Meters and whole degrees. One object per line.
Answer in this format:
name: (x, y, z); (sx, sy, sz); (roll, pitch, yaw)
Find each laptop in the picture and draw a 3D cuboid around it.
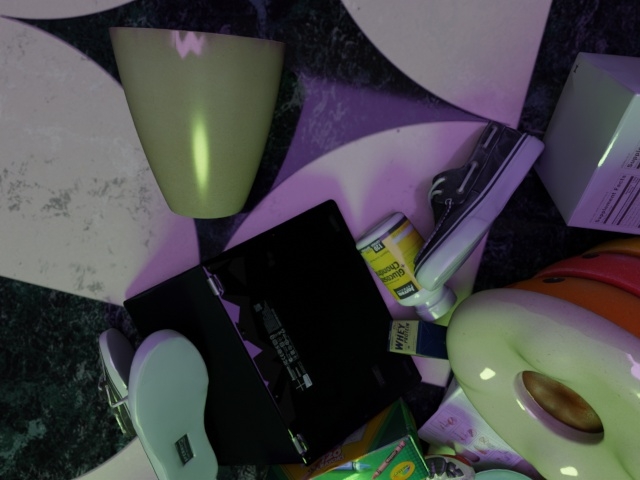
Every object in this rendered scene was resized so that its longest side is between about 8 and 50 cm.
laptop: (-0.098, 0.190, 0.809); (0.408, 0.236, 0.381); (-28, 95, -20)

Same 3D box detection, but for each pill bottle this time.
pill bottle: (0.154, 0.048, 0.744); (0.103, 0.103, 0.184); (-38, 91, 7)

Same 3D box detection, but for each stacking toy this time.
stacking toy: (0.462, 0.111, 0.642); (0.480, 0.351, 0.350); (-35, 92, -25)

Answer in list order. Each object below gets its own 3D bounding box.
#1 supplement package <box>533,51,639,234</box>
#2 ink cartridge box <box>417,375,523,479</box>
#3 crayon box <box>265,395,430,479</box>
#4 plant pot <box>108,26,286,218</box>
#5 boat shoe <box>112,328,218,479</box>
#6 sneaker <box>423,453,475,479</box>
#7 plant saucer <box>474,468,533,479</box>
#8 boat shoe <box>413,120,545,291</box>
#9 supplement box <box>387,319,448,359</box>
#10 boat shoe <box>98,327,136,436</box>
supplement package: (0.501, -0.137, 0.620); (0.263, 0.199, 0.198); (7, 128, 4)
ink cartridge box: (0.320, 0.324, 0.796); (0.189, 0.066, 0.232); (32, 118, 0)
crayon box: (0.041, 0.390, 0.756); (0.279, 0.165, 0.081); (-28, 93, 6)
plant pot: (-0.188, -0.184, 0.696); (0.257, 0.256, 0.273); (5, 112, 4)
boat shoe: (-0.282, 0.299, 0.765); (0.157, 0.136, 0.366); (20, 126, 38)
sneaker: (0.152, 0.459, 0.786); (0.279, 0.118, 0.107); (-23, 66, 25)
plant saucer: (0.327, 0.505, 0.803); (0.195, 0.037, 0.194); (1, 101, 4)
boat shoe: (0.234, -0.064, 0.701); (0.119, 0.121, 0.335); (35, 68, 18)
supplement box: (0.177, 0.174, 0.745); (0.083, 0.083, 0.056); (17, 73, -27)
boat shoe: (-0.390, 0.280, 0.822); (0.070, 0.078, 0.219); (-18, 96, 5)
